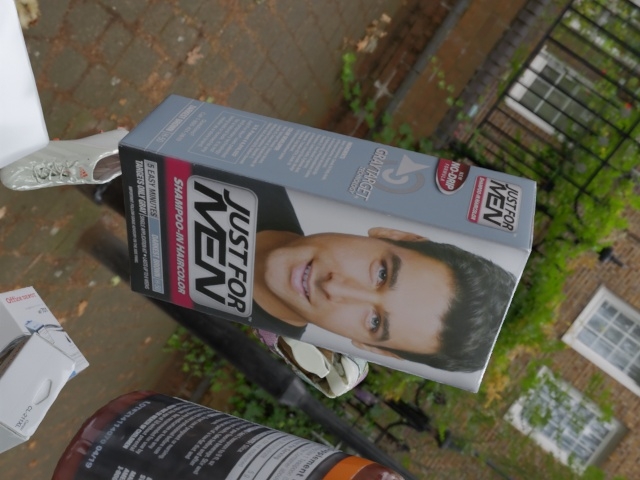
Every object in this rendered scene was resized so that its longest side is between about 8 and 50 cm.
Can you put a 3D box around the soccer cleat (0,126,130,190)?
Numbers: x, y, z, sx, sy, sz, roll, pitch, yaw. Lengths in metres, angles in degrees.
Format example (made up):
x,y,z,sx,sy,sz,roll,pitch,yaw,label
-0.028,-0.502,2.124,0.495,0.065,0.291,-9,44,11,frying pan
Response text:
x,y,z,sx,sy,sz,roll,pitch,yaw,label
-0.348,-0.106,0.981,0.196,0.076,0.068,-18,143,-13,soccer cleat

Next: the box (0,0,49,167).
x,y,z,sx,sy,sz,roll,pitch,yaw,label
-0.352,-0.164,0.390,0.215,0.345,0.168,-36,157,-29,box

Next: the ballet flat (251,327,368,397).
x,y,z,sx,sy,sz,roll,pitch,yaw,label
-0.003,0.152,0.886,0.077,0.221,0.079,-44,-141,4,ballet flat

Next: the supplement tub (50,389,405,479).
x,y,z,sx,sy,sz,roll,pitch,yaw,label
-0.026,0.144,0.330,0.106,0.197,0.106,-33,128,-55,supplement tub

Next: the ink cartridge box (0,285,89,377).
x,y,z,sx,sy,sz,roll,pitch,yaw,label
-0.530,0.187,1.272,0.082,0.191,0.139,-35,-179,4,ink cartridge box

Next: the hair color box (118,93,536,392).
x,y,z,sx,sy,sz,roll,pitch,yaw,label
0.000,0.000,0.692,0.114,0.374,0.186,-64,166,-50,hair color box

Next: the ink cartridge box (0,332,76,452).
x,y,z,sx,sy,sz,roll,pitch,yaw,label
-0.422,0.212,0.932,0.175,0.072,0.128,-30,-153,37,ink cartridge box
